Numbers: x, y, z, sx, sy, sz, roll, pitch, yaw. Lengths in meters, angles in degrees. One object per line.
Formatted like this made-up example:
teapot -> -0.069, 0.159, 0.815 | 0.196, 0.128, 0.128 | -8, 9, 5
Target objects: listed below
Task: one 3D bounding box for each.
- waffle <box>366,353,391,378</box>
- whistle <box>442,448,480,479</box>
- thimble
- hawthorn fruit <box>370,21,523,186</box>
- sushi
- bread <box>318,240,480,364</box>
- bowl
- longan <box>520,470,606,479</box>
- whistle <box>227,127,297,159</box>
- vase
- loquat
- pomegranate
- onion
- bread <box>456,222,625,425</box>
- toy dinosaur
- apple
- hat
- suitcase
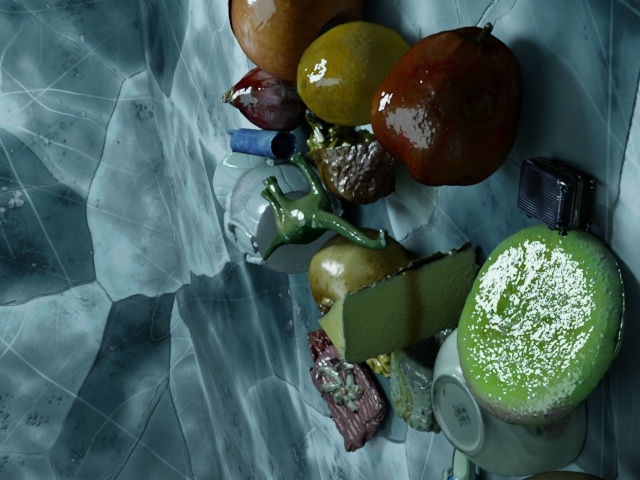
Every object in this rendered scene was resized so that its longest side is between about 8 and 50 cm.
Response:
waffle -> 0.108, 0.160, 2.167 | 0.254, 0.052, 0.245 | -156, 57, -66
whistle -> 0.263, 0.472, 1.916 | 0.114, 0.077, 0.235 | 26, 121, 53
thimble -> 0.192, 0.238, 1.837 | 0.190, 0.137, 0.143 | -91, 2, -59
hawthorn fruit -> 0.197, -0.204, 1.510 | 0.261, 0.224, 0.224 | -60, 42, 33
sushi -> 0.059, -0.160, 1.943 | 0.296, 0.167, 0.179 | -104, 11, -80
bread -> 0.135, 0.108, 1.759 | 0.178, 0.266, 0.141 | 163, 91, -71
bowl -> 0.267, 0.246, 1.625 | 0.277, 0.145, 0.277 | 43, 141, 49
longan -> 0.345, 0.477, 1.379 | 0.361, 0.361, 0.361 | 167, 90, -70
whistle -> -0.135, -0.214, 2.275 | 0.304, 0.062, 0.062 | -163, 62, -65
vase -> -0.109, -0.082, 2.340 | 0.445, 0.250, 0.250 | -134, 36, -65
loquat -> 0.060, -0.285, 1.796 | 0.234, 0.187, 0.176 | -1, 100, 34
pomegranate -> 0.078, 0.087, 1.957 | 0.215, 0.215, 0.215 | 167, 90, -70
onion -> -0.122, -0.312, 2.284 | 0.159, 0.195, 0.159 | 180, 90, -66
bread -> 0.298, 0.115, 1.454 | 0.301, 0.045, 0.301 | -30, 51, 45
toy dinosaur -> 0.000, 0.000, 1.920 | 0.301, 0.087, 0.447 | 54, 153, 21
apple -> -0.036, -0.420, 1.915 | 0.206, 0.252, 0.272 | 48, 128, 37
hat -> 0.040, 0.321, 2.357 | 0.286, 0.107, 0.236 | 61, 144, 27
suitcase -> 0.323, -0.064, 1.440 | 0.126, 0.059, 0.086 | -139, 47, -59
